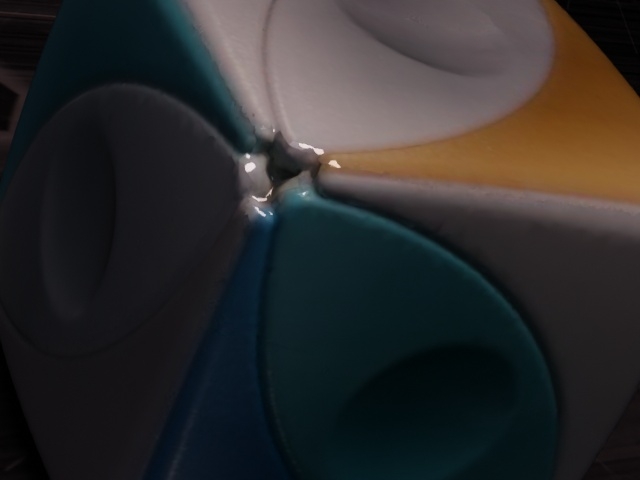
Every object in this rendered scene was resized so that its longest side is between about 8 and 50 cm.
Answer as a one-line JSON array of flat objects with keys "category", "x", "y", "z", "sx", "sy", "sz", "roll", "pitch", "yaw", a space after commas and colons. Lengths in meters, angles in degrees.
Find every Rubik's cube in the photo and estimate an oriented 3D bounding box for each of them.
[{"category": "Rubik's cube", "x": 0.000, "y": 0.000, "z": 1.043, "sx": 0.347, "sy": 0.351, "sz": 0.352, "roll": 5, "pitch": 38, "yaw": -30}]
